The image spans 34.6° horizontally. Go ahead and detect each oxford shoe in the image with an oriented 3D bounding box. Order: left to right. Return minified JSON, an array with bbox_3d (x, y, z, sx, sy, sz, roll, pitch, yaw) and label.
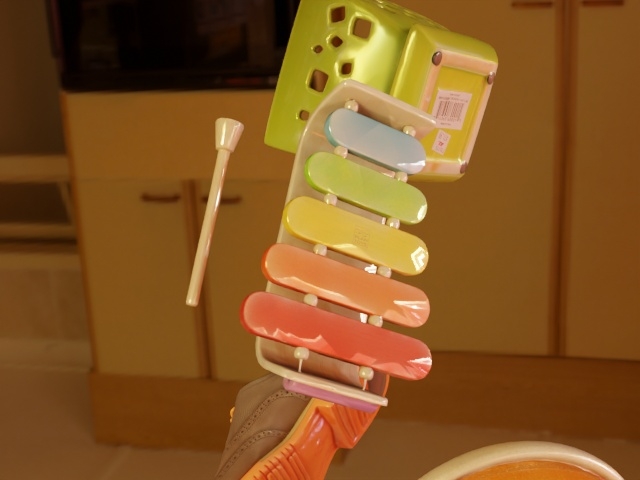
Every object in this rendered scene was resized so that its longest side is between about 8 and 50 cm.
[{"bbox_3d":[-0.066,0.258,1.241,0.132,0.130,0.363,18,-132,36],"label":"oxford shoe"}]

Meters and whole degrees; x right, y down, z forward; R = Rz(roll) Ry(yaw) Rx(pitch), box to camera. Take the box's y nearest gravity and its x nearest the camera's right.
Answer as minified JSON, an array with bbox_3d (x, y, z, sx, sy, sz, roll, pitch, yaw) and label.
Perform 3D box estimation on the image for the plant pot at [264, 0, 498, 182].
[{"bbox_3d":[0.092,-0.194,1.349,0.207,0.227,0.228,26,-164,35],"label":"plant pot"}]

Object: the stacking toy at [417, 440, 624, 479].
[{"bbox_3d":[0.250,0.458,0.988,0.350,0.351,0.480,-7,-154,-12],"label":"stacking toy"}]

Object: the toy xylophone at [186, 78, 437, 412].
[{"bbox_3d":[0.000,0.000,0.993,0.236,0.323,0.081,11,164,-27],"label":"toy xylophone"}]
